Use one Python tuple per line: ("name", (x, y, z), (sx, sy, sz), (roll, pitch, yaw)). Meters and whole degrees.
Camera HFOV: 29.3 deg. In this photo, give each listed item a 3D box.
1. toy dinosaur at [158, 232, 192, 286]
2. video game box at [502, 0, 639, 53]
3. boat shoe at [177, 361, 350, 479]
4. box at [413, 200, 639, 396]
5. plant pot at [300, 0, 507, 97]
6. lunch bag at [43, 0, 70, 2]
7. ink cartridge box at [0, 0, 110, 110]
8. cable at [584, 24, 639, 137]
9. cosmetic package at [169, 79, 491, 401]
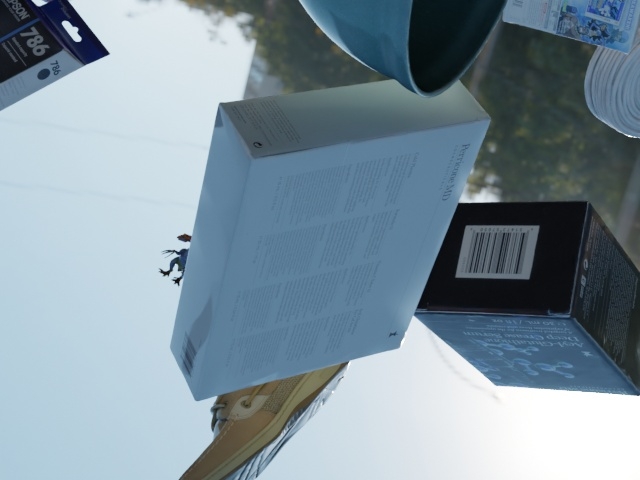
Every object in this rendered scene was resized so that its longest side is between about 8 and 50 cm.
("toy dinosaur", (-0.193, 0.021, 1.712), (0.047, 0.082, 0.090), (40, -159, 5))
("video game box", (0.354, -0.370, 1.659), (0.187, 0.205, 0.048), (20, -134, 17))
("boat shoe", (-0.096, 0.239, 1.634), (0.110, 0.121, 0.341), (38, -136, 12))
("box", (0.382, 0.107, 2.153), (0.293, 0.212, 0.395), (0, 155, 33))
("plant pot", (0.067, -0.306, 1.155), (0.196, 0.293, 0.293), (24, -162, 20))
("lunch bag", (-0.476, -0.540, 1.986), (0.115, 0.243, 0.303), (-7, 158, 34))
("ink cartridge box", (-0.507, -0.277, 1.870), (0.333, 0.065, 0.165), (-32, -119, -17))
("cable", (0.589, -0.304, 2.159), (0.257, 0.257, 0.089), (39, -172, -45))
("cosmetic package", (0.000, 0.000, 1.363), (0.284, 0.377, 0.097), (-9, -132, -27))
